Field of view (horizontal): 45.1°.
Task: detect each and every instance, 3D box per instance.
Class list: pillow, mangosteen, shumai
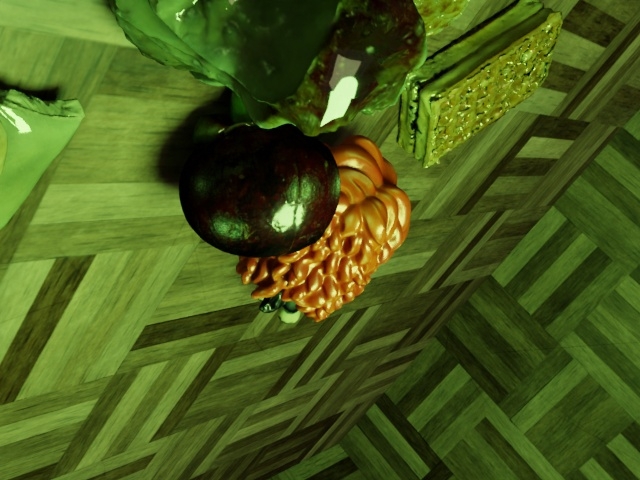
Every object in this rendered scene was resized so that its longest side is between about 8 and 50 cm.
[{"bbox_3d":[-0.342,-0.074,0.805,0.208,0.053,0.119,-46,155,20],"label":"pillow"},{"bbox_3d":[-0.075,-0.085,1.031,0.216,0.216,0.216,-34,156,-17],"label":"mangosteen"},{"bbox_3d":[-0.027,-0.202,0.767,0.310,0.263,0.304,-23,158,-20],"label":"shumai"}]

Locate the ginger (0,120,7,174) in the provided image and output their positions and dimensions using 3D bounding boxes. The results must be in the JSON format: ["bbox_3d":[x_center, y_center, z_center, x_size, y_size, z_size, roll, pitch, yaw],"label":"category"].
[{"bbox_3d":[-0.372,-0.062,0.674,0.267,0.138,0.152,-38,153,3],"label":"ginger"}]

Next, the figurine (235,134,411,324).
[{"bbox_3d":[0.004,0.000,1.310,0.306,0.241,0.411,-32,167,-6],"label":"figurine"}]

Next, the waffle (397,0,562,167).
[{"bbox_3d":[0.283,-0.283,1.379,0.308,0.091,0.212,-36,156,-14],"label":"waffle"}]

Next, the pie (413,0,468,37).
[{"bbox_3d":[0.126,-0.342,1.043,0.163,0.079,0.193,-27,156,-8],"label":"pie"}]
